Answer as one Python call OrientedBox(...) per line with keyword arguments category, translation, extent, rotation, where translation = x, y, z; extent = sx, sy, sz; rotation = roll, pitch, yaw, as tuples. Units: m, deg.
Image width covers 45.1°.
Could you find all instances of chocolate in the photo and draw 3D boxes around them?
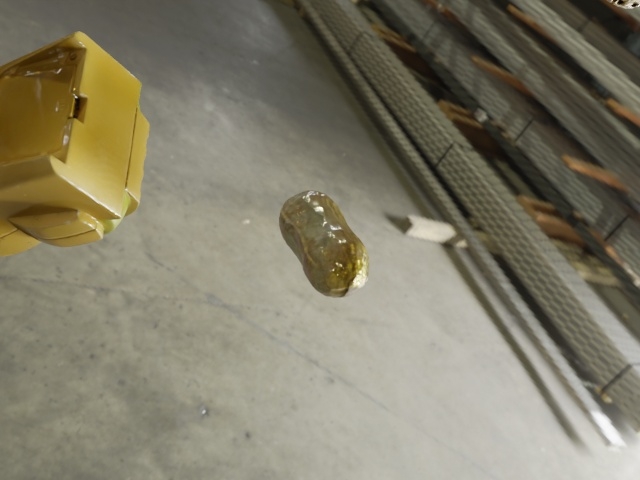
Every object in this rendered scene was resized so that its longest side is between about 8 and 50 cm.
OrientedBox(category="chocolate", translation=(0.000, 0.000, 1.494), extent=(0.134, 0.134, 0.309), rotation=(20, 24, -28))

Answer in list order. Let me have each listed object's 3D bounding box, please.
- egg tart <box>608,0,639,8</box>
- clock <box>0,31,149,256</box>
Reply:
OrientedBox(category="egg tart", translation=(0.452, -0.414, 1.065), extent=(0.191, 0.191, 0.074), rotation=(17, 10, -32))
OrientedBox(category="clock", translation=(-0.400, -0.112, 1.019), extent=(0.200, 0.317, 0.244), rotation=(53, 34, -54))
